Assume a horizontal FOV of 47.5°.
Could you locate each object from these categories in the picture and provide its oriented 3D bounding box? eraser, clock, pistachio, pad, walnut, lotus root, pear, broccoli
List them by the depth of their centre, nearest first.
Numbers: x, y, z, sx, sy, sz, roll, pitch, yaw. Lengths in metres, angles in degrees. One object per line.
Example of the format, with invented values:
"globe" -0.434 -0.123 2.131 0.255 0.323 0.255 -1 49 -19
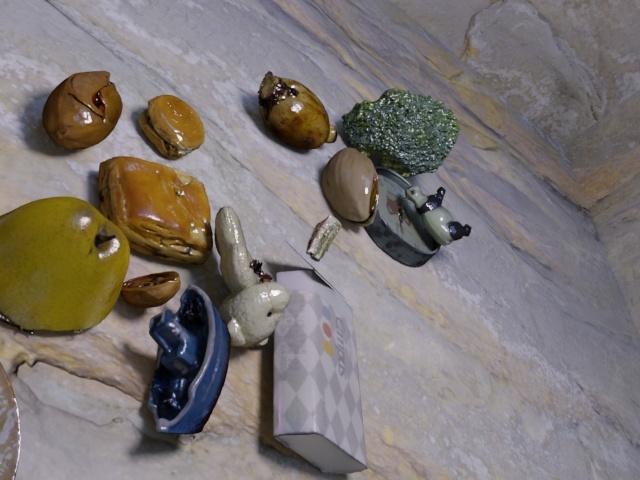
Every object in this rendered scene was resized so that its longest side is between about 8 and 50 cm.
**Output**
"pear" -0.414 0.008 1.179 0.266 0.178 0.267 32 32 -23
"walnut" -0.300 0.092 1.300 0.091 0.121 0.052 -41 123 -60
"walnut" -0.465 -0.257 1.434 0.137 0.137 0.245 39 25 -16
"eraser" -0.004 0.254 1.482 0.213 0.082 0.397 46 28 -37
"pad" -0.008 0.070 1.643 0.127 0.004 0.190 43 -2 31
"pistachio" 0.088 -0.148 1.972 0.137 0.153 0.238 36 27 -58
"lotus root" -0.064 -0.337 1.987 0.314 0.141 0.170 32 38 -41
"clock" 0.228 -0.075 2.139 0.325 0.067 0.325 32 36 -27
"broccoli" 0.242 -0.313 2.280 0.374 0.302 0.250 1 75 -17

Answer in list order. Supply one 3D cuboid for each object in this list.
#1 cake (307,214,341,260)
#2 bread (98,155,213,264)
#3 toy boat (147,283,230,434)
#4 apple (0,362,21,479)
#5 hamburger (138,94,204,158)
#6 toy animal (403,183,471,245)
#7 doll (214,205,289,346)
"cake" 0.000 0.000 1.826 0.051 0.055 0.140 43 50 -13
"bread" -0.318 -0.067 1.437 0.235 0.099 0.211 17 45 -41
"toy boat" -0.237 0.195 1.238 0.142 0.129 0.309 45 31 -33
"apple" -0.519 0.194 0.766 0.365 0.295 0.329 62 8 23
"hamburger" -0.331 -0.259 1.636 0.147 0.083 0.138 53 28 -1
"toy animal" 0.333 -0.080 2.135 0.121 0.094 0.225 -25 79 -49
"doll" -0.145 0.068 1.431 0.175 0.149 0.278 20 49 -67
